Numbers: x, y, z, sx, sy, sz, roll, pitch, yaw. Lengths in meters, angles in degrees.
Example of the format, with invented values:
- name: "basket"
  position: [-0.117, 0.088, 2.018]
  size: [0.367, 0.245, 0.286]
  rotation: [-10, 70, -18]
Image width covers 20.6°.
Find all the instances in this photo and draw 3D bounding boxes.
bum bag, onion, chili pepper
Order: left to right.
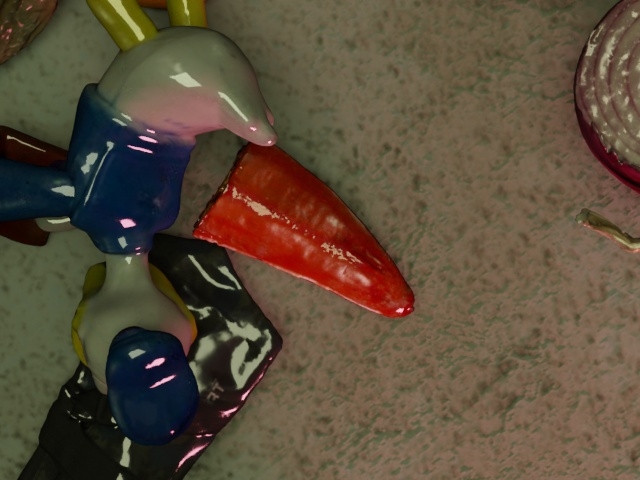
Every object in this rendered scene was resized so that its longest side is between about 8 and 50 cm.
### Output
- name: "bum bag"
  position: [-0.137, 0.142, 1.276]
  size: [0.137, 0.074, 0.310]
  rotation: [29, 95, 11]
- name: "chili pepper"
  position: [-0.002, 0.003, 1.263]
  size: [0.169, 0.065, 0.088]
  rotation: [34, 86, -5]
- name: "onion"
  position: [0.281, -0.082, 1.180]
  size: [0.207, 0.200, 0.201]
  rotation: [-11, 94, 32]

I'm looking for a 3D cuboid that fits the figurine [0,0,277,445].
- name: "figurine"
  position: [-0.158, -0.024, 1.179]
  size: [0.283, 0.204, 0.338]
  rotation: [-21, 71, 29]

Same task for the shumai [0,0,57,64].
- name: "shumai"
  position: [-0.281, -0.204, 1.236]
  size: [0.209, 0.161, 0.153]
  rotation: [-45, 68, 27]
